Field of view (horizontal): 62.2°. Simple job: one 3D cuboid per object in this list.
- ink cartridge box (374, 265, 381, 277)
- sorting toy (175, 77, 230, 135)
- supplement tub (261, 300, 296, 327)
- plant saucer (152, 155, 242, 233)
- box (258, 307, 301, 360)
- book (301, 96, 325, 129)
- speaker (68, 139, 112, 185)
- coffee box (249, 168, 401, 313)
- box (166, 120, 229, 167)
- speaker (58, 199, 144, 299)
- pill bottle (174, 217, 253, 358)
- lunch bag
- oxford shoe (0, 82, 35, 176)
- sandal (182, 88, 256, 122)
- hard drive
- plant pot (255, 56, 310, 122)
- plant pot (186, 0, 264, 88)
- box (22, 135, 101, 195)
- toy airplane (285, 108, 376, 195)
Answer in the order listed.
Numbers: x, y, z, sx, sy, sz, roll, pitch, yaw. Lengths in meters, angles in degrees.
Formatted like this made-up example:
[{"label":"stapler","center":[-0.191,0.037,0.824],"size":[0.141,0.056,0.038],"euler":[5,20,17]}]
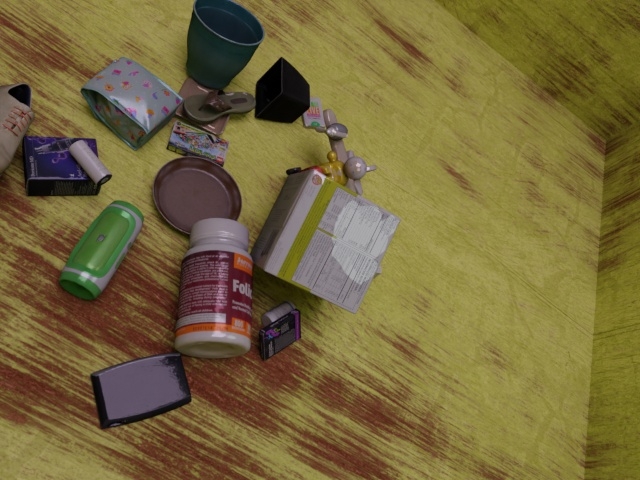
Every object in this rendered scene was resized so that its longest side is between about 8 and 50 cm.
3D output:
[{"label":"ink cartridge box","center":[0.183,0.075,2.066],"size":[0.088,0.052,0.123],"euler":[10,60,-25]},{"label":"sorting toy","center":[-0.445,-0.504,2.013],"size":[0.208,0.038,0.193],"euler":[23,56,-13]},{"label":"supplement tub","center":[-0.136,0.255,1.780],"size":[0.107,0.071,0.071],"euler":[-26,81,-37]},{"label":"plant saucer","center":[-0.425,-0.147,1.832],"size":[0.310,0.050,0.311],"euler":[13,61,-24]},{"label":"box","center":[-0.131,0.307,1.736],"size":[0.029,0.116,0.162],"euler":[27,40,36]},{"label":"book","center":[-0.038,-0.545,2.270],"size":[0.096,0.035,0.144],"euler":[-2,68,-26]},{"label":"speaker","center":[-0.687,-0.232,1.583],"size":[0.136,0.055,0.055],"euler":[50,53,0]},{"label":"coffee box","center":[0.000,0.000,1.745],"size":[0.334,0.337,0.338],"euler":[27,86,-16]},{"label":"box","center":[-0.443,-0.346,1.930],"size":[0.206,0.036,0.114],"euler":[19,58,-21]},{"label":"speaker","center":[-0.643,0.024,1.572],"size":[0.131,0.131,0.297],"euler":[30,55,-14]},{"label":"pill bottle","center":[-0.319,0.146,1.633],"size":[0.223,0.224,0.393],"euler":[11,62,-25]},{"label":"lunch bag","center":[-0.647,-0.479,1.806],"size":[0.262,0.160,0.223],"euler":[41,53,-13]},{"label":"oxford shoe","center":[-0.901,-0.333,1.502],"size":[0.146,0.140,0.397],"euler":[-27,52,4]},{"label":"sandal","center":[-0.375,-0.522,1.978],"size":[0.302,0.086,0.120],"euler":[-23,76,-33]},{"label":"hard drive","center":[-0.500,0.414,1.499],"size":[0.254,0.054,0.172],"euler":[-8,70,-33]},{"label":"plant pot","center":[-0.143,-0.584,2.143],"size":[0.166,0.187,0.188],"euler":[19,57,-34]},{"label":"plant pot","center":[-0.383,-0.729,2.007],"size":[0.271,0.255,0.272],"euler":[18,47,-20]},{"label":"box","center":[-0.791,-0.225,1.623],"size":[0.207,0.108,0.153],"euler":[-5,69,-32]},{"label":"toy airplane","center":[0.090,-0.256,2.039],"size":[0.386,0.272,0.385],"euler":[38,62,-28]}]
